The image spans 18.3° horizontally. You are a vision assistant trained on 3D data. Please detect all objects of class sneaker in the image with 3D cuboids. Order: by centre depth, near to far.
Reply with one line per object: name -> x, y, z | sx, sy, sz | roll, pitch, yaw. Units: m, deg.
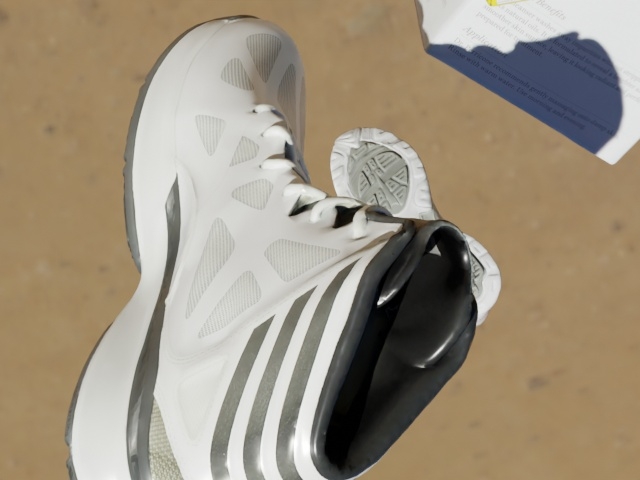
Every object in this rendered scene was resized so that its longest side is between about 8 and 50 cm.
sneaker -> 0.000, 0.001, 1.340 | 0.257, 0.447, 0.169 | -16, 135, 28
sneaker -> 0.082, -0.003, 1.889 | 0.090, 0.232, 0.115 | -29, 159, -10

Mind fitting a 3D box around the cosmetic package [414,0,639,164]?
cosmetic package -> 0.269, -0.272, 1.584 | 0.217, 0.156, 0.385 | 30, 119, -25

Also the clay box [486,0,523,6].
clay box -> 0.153, -0.262, 1.224 | 0.127, 0.053, 0.222 | -10, 121, -7
